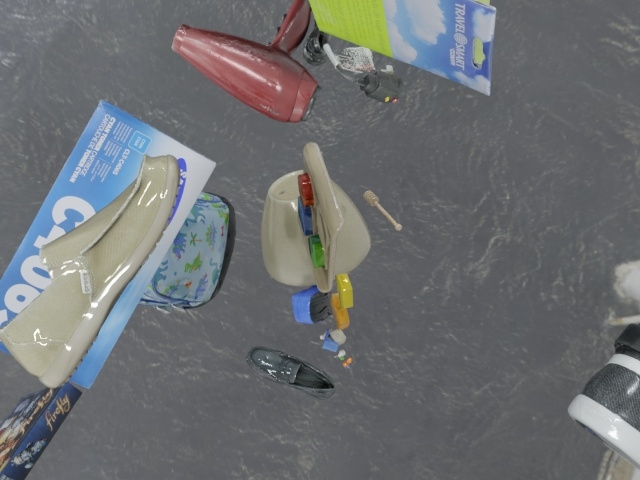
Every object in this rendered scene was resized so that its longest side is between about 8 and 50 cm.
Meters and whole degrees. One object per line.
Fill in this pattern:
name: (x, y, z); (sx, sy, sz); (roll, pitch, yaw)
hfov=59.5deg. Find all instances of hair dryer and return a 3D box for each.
hair dryer: (-0.050, -0.250, 0.753); (0.294, 0.080, 0.223); (-9, 60, -28)

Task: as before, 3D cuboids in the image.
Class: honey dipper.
honey dipper: (0.171, -0.079, 1.525); (0.031, 0.160, 0.030); (-23, 141, -20)

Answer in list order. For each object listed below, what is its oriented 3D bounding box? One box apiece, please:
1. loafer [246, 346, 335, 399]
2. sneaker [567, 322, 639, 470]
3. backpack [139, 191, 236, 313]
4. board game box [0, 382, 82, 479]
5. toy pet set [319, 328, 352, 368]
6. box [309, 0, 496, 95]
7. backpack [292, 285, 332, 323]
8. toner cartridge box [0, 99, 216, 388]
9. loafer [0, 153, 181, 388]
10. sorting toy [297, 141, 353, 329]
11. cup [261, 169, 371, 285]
loafer: (-0.066, 0.305, 1.313); (0.223, 0.078, 0.076); (25, 60, -3)
sneaker: (0.285, 0.130, 0.446); (0.121, 0.079, 0.217); (-53, 133, 0)
backpack: (-0.334, 0.013, 1.173); (0.356, 0.274, 0.289); (16, 88, -51)
board game box: (-0.516, 0.356, 0.923); (0.042, 0.165, 0.243); (49, 37, -23)
toy pet set: (0.036, 0.317, 1.654); (0.065, 0.114, 0.122); (-22, 59, -25)
box: (0.067, -0.193, 0.460); (0.178, 0.109, 0.042); (29, 80, 22)
backpack: (-0.030, 0.182, 1.560); (0.101, 0.120, 0.097); (-5, 100, 27)
toner cartridge box: (-0.296, 0.006, 0.752); (0.165, 0.075, 0.347); (29, 91, -15)
loafer: (-0.234, 0.017, 0.573); (0.092, 0.102, 0.268); (31, 80, -20)
sorting toy: (0.000, 0.000, 1.051); (0.041, 0.229, 0.307); (-9, 57, -13)
cup: (-0.039, -0.064, 1.625); (0.331, 0.331, 0.236); (-28, 125, -14)
